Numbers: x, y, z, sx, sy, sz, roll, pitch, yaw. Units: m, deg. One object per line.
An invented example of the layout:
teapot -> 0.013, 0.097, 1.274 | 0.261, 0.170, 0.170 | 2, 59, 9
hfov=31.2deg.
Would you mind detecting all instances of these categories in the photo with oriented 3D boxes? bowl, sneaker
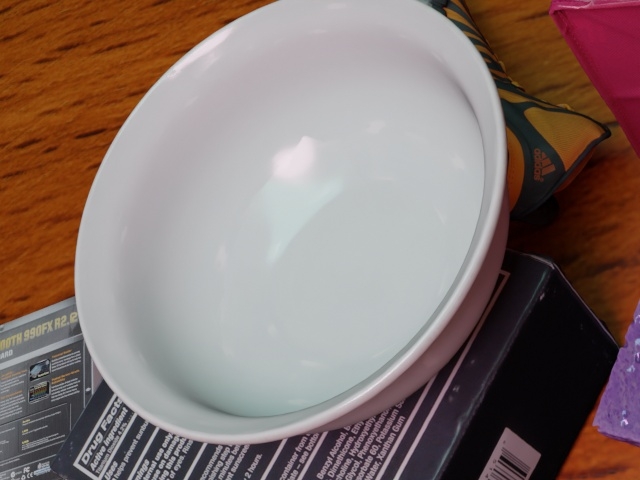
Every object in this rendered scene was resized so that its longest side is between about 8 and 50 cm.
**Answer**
bowl -> 0.000, 0.000, 0.727 | 0.298, 0.134, 0.297 | -14, 59, 24
sneaker -> 0.132, -0.106, 0.943 | 0.321, 0.180, 0.124 | -79, 11, -53

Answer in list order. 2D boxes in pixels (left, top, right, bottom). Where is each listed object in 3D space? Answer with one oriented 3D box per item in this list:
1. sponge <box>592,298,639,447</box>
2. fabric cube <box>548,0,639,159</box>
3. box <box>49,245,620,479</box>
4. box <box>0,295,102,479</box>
sponge -> 0.304, 0.107, 0.778 | 0.210, 0.031, 0.117 | 14, 75, 37
fabric cube -> 0.328, -0.211, 0.776 | 0.254, 0.259, 0.258 | 2, 69, 32
box -> 0.012, 0.125, 0.855 | 0.294, 0.183, 0.296 | 24, 80, 37
box -> -0.291, 0.169, 1.103 | 0.231, 0.056, 0.183 | -21, 57, 22
